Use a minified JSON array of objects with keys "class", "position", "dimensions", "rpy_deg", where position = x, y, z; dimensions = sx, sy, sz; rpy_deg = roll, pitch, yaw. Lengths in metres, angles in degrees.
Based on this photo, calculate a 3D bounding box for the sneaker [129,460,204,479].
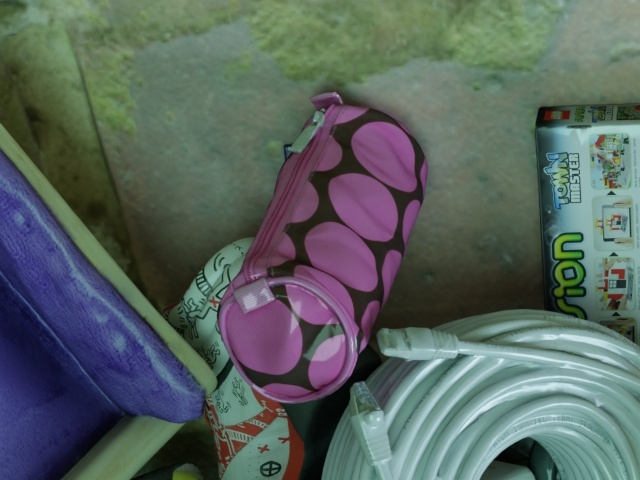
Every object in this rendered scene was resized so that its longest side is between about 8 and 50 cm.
[{"class":"sneaker","position":[-0.104,0.231,1.300],"dimensions":[0.081,0.094,0.208],"rpy_deg":[-18,145,-15]}]

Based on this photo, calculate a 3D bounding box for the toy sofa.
[{"class":"toy sofa","position":[-0.246,0.025,1.198],"dimensions":[0.362,0.150,0.177],"rpy_deg":[52,153,-13]}]

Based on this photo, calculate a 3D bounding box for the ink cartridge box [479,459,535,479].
[{"class":"ink cartridge box","position":[-0.010,0.295,1.202],"dimensions":[0.353,0.119,0.207],"rpy_deg":[-21,100,-24]}]

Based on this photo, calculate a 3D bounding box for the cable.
[{"class":"cable","position":[0.123,0.171,1.153],"dimensions":[0.257,0.089,0.257],"rpy_deg":[-3,90,-25]}]

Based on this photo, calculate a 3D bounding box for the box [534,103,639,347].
[{"class":"box","position":[0.200,0.014,1.208],"dimensions":[0.114,0.036,0.207],"rpy_deg":[0,114,12]}]

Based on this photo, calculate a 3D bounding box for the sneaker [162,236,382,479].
[{"class":"sneaker","position":[-0.045,0.113,1.283],"dimensions":[0.145,0.090,0.270],"rpy_deg":[47,146,24]}]

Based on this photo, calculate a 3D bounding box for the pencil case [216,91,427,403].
[{"class":"pencil case","position":[0.000,0.000,1.147],"dimensions":[0.095,0.209,0.098],"rpy_deg":[-11,122,22]}]

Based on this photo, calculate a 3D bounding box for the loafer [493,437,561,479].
[{"class":"loafer","position":[0.179,0.236,1.301],"dimensions":[0.084,0.096,0.267],"rpy_deg":[9,120,49]}]
